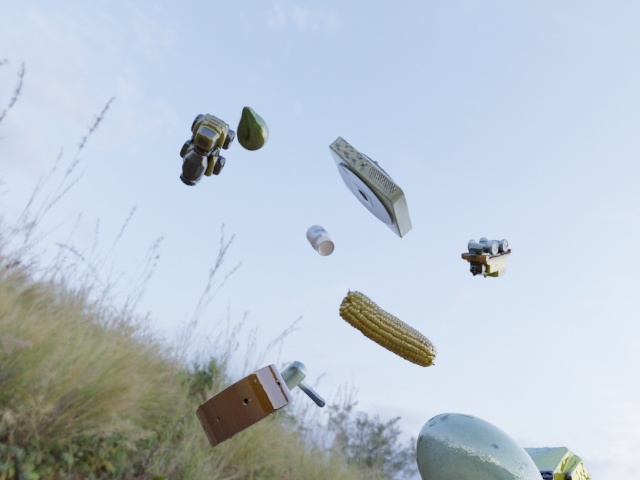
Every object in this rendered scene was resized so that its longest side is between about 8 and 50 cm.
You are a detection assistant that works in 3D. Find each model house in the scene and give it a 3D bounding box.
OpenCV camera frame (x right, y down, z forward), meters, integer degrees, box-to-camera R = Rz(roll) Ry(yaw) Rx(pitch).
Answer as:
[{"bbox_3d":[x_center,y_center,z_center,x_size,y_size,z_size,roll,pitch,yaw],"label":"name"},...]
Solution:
[{"bbox_3d":[0.532,0.626,1.238,0.211,0.170,0.194,-15,-7,-42],"label":"model house"}]

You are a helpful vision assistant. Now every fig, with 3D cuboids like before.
[{"bbox_3d":[-0.253,-0.412,1.864,0.123,0.123,0.156,0,-41,14],"label":"fig"}]

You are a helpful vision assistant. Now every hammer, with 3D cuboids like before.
[{"bbox_3d":[-0.055,0.502,1.734,0.116,0.069,0.194,-43,-78,6],"label":"hammer"}]

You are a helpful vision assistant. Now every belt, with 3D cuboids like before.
[{"bbox_3d":[-0.207,0.437,1.355,0.217,0.122,0.339,-19,-18,-40],"label":"belt"}]

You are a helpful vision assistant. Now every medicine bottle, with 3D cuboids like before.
[{"bbox_3d":[0.000,0.000,1.242,0.052,0.089,0.052,-8,-63,-17],"label":"medicine bottle"}]

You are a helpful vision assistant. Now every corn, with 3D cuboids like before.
[{"bbox_3d":[0.188,0.252,1.428,0.313,0.102,0.102,32,-31,16],"label":"corn"}]

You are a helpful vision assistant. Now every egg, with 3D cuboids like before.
[{"bbox_3d":[0.268,0.396,0.863,0.236,0.169,0.169,41,-30,20],"label":"egg"}]

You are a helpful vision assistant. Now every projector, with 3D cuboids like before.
[{"bbox_3d":[0.149,-0.149,1.426,0.257,0.079,0.259,46,-4,26],"label":"projector"}]

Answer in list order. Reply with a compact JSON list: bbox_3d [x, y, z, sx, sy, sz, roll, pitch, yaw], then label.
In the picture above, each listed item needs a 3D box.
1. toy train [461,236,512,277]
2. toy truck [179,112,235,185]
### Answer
[{"bbox_3d":[0.524,0.057,1.599,0.089,0.127,0.219,6,11,44],"label":"toy train"},{"bbox_3d":[-0.389,-0.295,1.687,0.147,0.165,0.224,28,-55,-7],"label":"toy truck"}]
